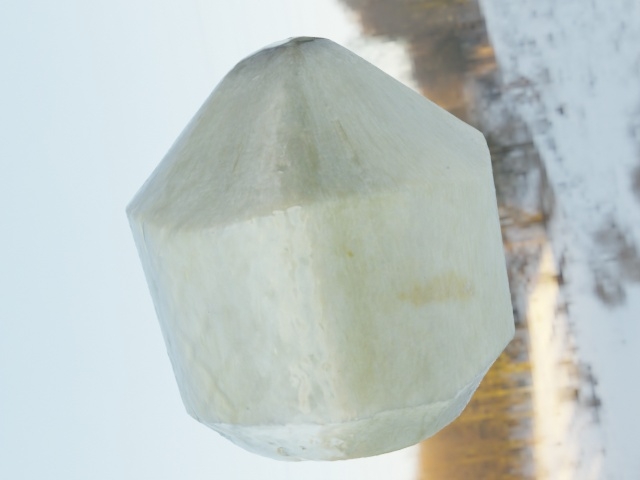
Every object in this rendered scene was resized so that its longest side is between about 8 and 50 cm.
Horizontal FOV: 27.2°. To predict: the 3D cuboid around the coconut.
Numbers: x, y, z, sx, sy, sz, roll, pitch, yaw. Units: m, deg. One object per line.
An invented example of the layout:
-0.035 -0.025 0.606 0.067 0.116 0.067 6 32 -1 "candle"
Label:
0.000 0.000 0.725 0.202 0.202 0.222 -73 -29 -77 "coconut"
